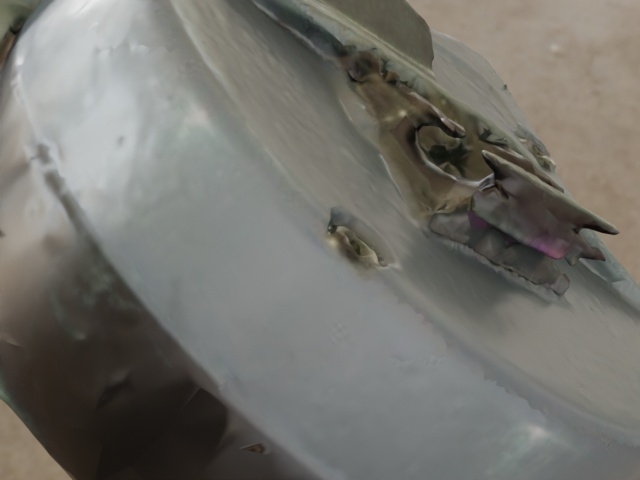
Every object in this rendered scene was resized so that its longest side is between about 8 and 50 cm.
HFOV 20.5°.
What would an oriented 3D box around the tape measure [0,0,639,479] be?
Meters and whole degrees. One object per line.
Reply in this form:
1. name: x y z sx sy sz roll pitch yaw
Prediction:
1. tape measure: 0.002 0.003 0.409 0.182 0.107 0.181 23 27 -48
